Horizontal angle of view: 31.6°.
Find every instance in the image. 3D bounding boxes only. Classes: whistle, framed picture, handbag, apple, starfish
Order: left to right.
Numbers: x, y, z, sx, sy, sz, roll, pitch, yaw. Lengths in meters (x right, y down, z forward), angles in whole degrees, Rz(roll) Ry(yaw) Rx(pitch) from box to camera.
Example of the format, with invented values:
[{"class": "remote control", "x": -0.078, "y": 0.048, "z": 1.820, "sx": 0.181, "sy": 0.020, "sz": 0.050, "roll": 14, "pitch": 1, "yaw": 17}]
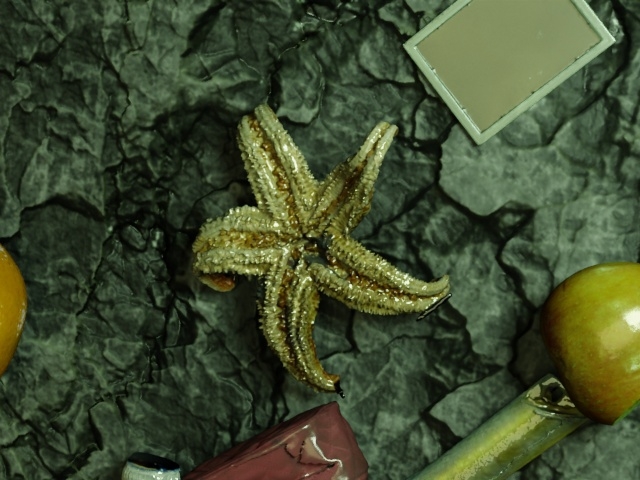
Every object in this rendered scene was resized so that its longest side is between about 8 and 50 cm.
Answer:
[{"class": "handbag", "x": -0.052, "y": 0.283, "z": 1.261, "sx": 0.225, "sy": 0.146, "sz": 0.135, "roll": -28, "pitch": 83, "yaw": 14}, {"class": "starfish", "x": 0.004, "y": -0.002, "z": 1.242, "sx": 0.303, "sy": 0.113, "sz": 0.312, "roll": 31, "pitch": 110, "yaw": 11}, {"class": "whistle", "x": 0.150, "y": 0.265, "z": 1.258, "sx": 0.326, "sy": 0.057, "sz": 0.068, "roll": -39, "pitch": 86, "yaw": 13}, {"class": "framed picture", "x": 0.202, "y": -0.213, "z": 1.224, "sx": 0.183, "sy": 0.011, "sz": 0.142, "roll": -38, "pitch": 87, "yaw": 14}, {"class": "apple", "x": 0.309, "y": 0.102, "z": 1.164, "sx": 0.147, "sy": 0.146, "sz": 0.163, "roll": -23, "pitch": 88, "yaw": 9}]

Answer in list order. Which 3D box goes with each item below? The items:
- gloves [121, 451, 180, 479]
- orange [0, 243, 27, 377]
[{"class": "gloves", "x": -0.212, "y": 0.364, "z": 1.338, "sx": 0.119, "sy": 0.097, "sz": 0.229, "roll": 10, "pitch": 104, "yaw": 42}, {"class": "orange", "x": -0.448, "y": 0.082, "z": 1.314, "sx": 0.240, "sy": 0.171, "sz": 0.240, "roll": 1, "pitch": 93, "yaw": 20}]
